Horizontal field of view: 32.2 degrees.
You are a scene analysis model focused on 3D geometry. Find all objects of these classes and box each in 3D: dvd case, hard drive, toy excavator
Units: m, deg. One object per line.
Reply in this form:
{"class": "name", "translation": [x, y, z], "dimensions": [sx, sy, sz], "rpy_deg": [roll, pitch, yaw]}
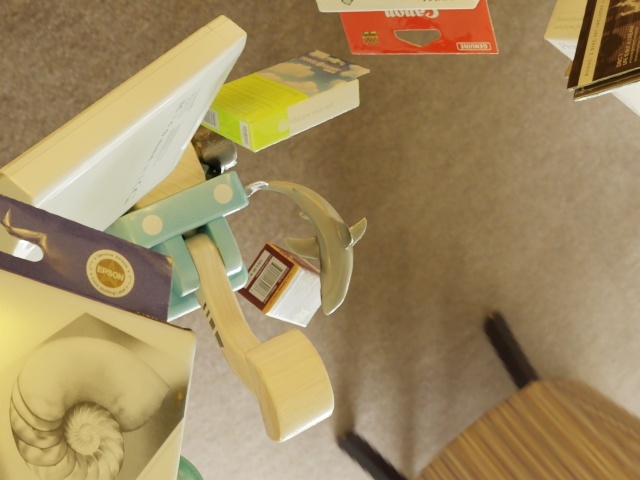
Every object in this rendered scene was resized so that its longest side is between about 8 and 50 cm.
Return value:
{"class": "dvd case", "translation": [0.289, -0.192, 0.796], "dimensions": [0.018, 0.221, 0.164], "rpy_deg": [42, 52, -32]}
{"class": "hard drive", "translation": [-0.216, -0.065, 1.076], "dimensions": [0.233, 0.047, 0.353], "rpy_deg": [-52, 179, 41]}
{"class": "toy excavator", "translation": [-0.162, 0.047, 1.520], "dimensions": [0.222, 0.433, 0.445], "rpy_deg": [-26, 94, -23]}

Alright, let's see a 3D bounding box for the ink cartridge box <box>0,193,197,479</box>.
{"class": "ink cartridge box", "translation": [-0.168, 0.063, 0.536], "dimensions": [0.223, 0.224, 0.045], "rpy_deg": [22, 145, -29]}

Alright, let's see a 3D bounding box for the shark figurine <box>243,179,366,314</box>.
{"class": "shark figurine", "translation": [-0.002, -0.029, 1.789], "dimensions": [0.166, 0.116, 0.278], "rpy_deg": [-45, 112, -15]}

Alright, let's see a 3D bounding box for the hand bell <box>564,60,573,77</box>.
{"class": "hand bell", "translation": [0.371, -0.360, 1.537], "dimensions": [0.126, 0.126, 0.242], "rpy_deg": [-19, 97, -24]}

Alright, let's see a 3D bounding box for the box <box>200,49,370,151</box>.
{"class": "box", "translation": [-0.041, -0.165, 1.282], "dimensions": [0.178, 0.109, 0.042], "rpy_deg": [-27, 128, -31]}

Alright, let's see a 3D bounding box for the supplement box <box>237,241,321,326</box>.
{"class": "supplement box", "translation": [-0.060, 0.081, 1.968], "dimensions": [0.104, 0.081, 0.188], "rpy_deg": [-54, 157, 3]}

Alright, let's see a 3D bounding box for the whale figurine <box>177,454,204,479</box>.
{"class": "whale figurine", "translation": [-0.274, 0.341, 1.556], "dimensions": [0.141, 0.272, 0.216], "rpy_deg": [-51, 155, -31]}

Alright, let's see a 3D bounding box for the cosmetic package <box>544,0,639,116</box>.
{"class": "cosmetic package", "translation": [0.452, -0.212, 1.266], "dimensions": [0.365, 0.197, 0.155], "rpy_deg": [26, 82, -37]}

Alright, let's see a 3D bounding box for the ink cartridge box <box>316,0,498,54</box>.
{"class": "ink cartridge box", "translation": [0.124, -0.379, 1.735], "dimensions": [0.060, 0.275, 0.239], "rpy_deg": [-57, 140, -39]}
